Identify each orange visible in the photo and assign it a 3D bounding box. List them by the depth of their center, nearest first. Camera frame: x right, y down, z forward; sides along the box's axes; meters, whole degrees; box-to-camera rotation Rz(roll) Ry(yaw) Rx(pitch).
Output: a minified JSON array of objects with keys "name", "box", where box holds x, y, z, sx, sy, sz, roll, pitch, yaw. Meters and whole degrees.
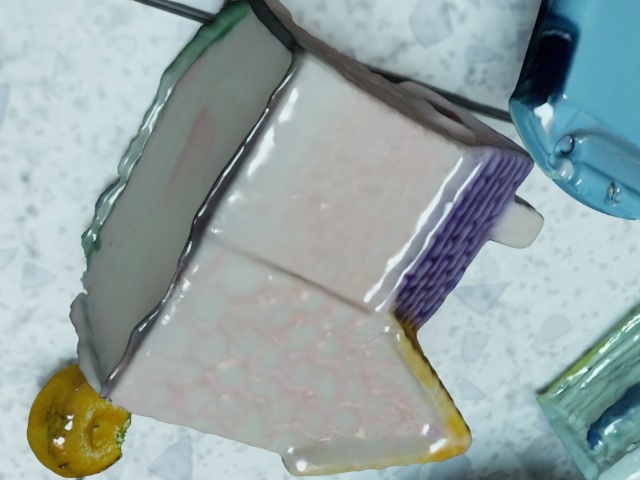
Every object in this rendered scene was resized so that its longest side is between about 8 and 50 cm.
[{"name":"orange","box":[-0.184,0.134,0.704,0.086,0.062,0.086,-14,108,-47]}]

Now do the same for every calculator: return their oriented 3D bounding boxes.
[{"name":"calculator","box":[0.217,-0.155,0.587,0.173,0.051,0.293,23,82,-24]}]

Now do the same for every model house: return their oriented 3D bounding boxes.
[{"name":"model house","box":[0.000,0.000,0.606,0.237,0.202,0.237,25,102,-26]}]

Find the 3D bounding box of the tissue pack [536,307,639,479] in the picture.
[{"name":"tissue pack","box":[0.422,0.171,0.770,0.388,0.162,0.287,38,107,-22]}]
